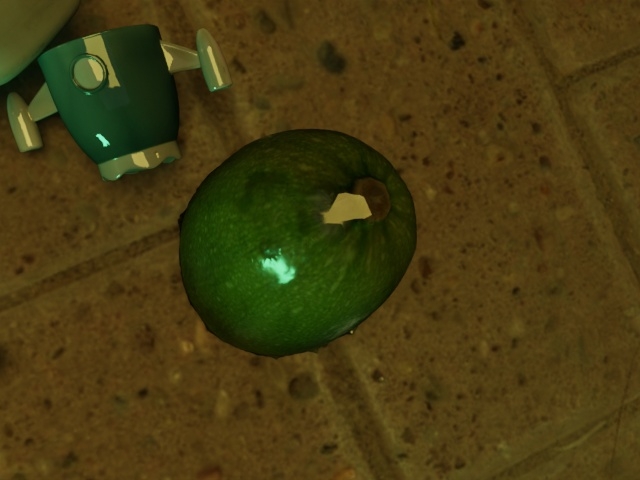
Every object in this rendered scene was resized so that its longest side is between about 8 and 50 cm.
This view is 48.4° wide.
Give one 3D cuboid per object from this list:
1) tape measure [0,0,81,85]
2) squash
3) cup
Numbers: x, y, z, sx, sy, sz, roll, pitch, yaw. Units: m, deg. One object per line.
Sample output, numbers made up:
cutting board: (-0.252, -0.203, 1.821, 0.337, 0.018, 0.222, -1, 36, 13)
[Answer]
tape measure: (-0.443, -0.281, 0.884, 0.258, 0.130, 0.265, -46, 52, -14)
squash: (-0.026, 0.002, 0.875, 0.310, 0.309, 0.311, 1, 85, -10)
cup: (-0.259, -0.173, 0.932, 0.299, 0.167, 0.173, -17, 100, 6)
